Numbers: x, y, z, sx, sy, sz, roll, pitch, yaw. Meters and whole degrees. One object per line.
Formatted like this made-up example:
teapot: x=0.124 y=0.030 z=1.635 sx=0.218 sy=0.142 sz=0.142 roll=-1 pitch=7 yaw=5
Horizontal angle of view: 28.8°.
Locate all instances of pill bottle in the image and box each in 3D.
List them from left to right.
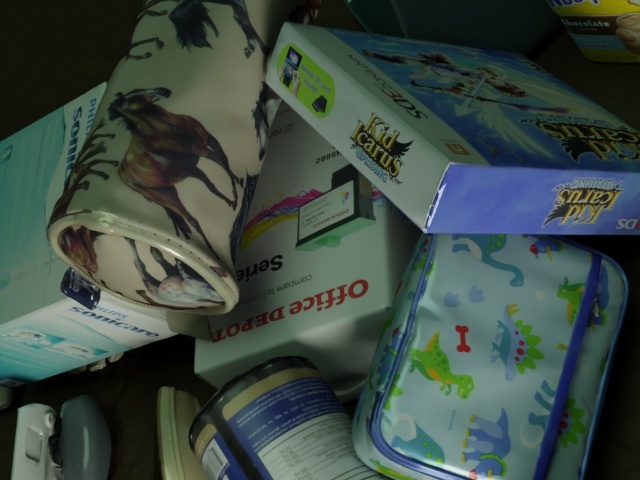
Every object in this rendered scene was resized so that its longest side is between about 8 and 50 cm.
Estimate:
pill bottle: x=-0.001 y=0.207 z=0.972 sx=0.123 sy=0.123 sz=0.219 roll=-41 pitch=64 yaw=8

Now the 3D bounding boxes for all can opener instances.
can opener: x=-0.253 y=0.277 z=1.177 sx=0.095 sy=0.076 sz=0.283 roll=-23 pitch=51 yaw=25

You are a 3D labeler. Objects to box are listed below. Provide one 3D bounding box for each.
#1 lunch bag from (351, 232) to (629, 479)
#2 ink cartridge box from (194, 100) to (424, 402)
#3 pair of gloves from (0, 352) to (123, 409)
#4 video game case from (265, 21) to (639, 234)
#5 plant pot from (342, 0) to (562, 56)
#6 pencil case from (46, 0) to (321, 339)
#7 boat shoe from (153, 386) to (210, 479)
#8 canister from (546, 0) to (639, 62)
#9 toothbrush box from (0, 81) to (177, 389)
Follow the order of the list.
lunch bag: x=0.134 y=0.091 z=0.945 sx=0.090 sy=0.176 sz=0.219 roll=126 pitch=166 yaw=-69
ink cartridge box: x=0.000 y=0.000 z=1.136 sx=0.201 sy=0.117 sz=0.278 roll=-21 pitch=50 yaw=26
pair of gloves: x=-0.303 y=0.074 z=1.371 sx=0.240 sy=0.042 sz=0.204 roll=-26 pitch=55 yaw=30
video game case: x=0.129 y=-0.090 z=1.001 sx=0.244 sy=0.269 sz=0.061 roll=47 pitch=127 yaw=44
plant pot: x=0.135 y=-0.318 z=1.170 sx=0.252 sy=0.248 sz=0.247 roll=-30 pitch=46 yaw=-1
pencil case: x=-0.099 y=-0.128 z=1.091 sx=0.160 sy=0.183 sz=0.410 roll=9 pitch=60 yaw=12
boat shoe: x=-0.079 y=0.249 z=1.057 sx=0.098 sy=0.109 sz=0.302 roll=-8 pitch=45 yaw=-15
canister: x=0.246 y=-0.225 z=1.062 sx=0.126 sy=0.170 sz=0.073 roll=6 pitch=66 yaw=40
toothbrush box: x=-0.260 y=0.005 z=1.230 sx=0.295 sy=0.126 sz=0.216 roll=-22 pitch=57 yaw=41
